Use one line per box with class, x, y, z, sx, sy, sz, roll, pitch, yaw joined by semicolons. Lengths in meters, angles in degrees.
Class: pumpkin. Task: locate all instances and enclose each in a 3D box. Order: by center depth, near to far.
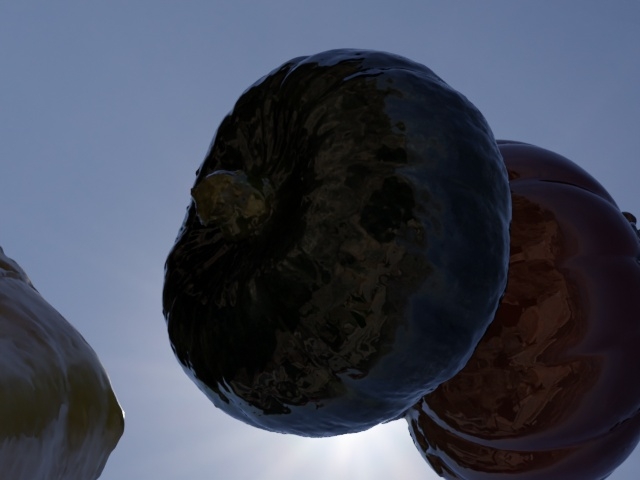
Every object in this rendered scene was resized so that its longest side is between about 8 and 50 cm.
pumpkin;0.003;-0.001;0.800;0.211;0.152;0.212;-29;-141;27

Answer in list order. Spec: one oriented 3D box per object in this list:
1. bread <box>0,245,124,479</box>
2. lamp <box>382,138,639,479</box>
bread;-0.312;0.051;0.702;0.250;0.394;0.361;-45;-98;3
lamp;0.158;0.066;1.264;0.303;0.257;0.303;168;-90;-84
